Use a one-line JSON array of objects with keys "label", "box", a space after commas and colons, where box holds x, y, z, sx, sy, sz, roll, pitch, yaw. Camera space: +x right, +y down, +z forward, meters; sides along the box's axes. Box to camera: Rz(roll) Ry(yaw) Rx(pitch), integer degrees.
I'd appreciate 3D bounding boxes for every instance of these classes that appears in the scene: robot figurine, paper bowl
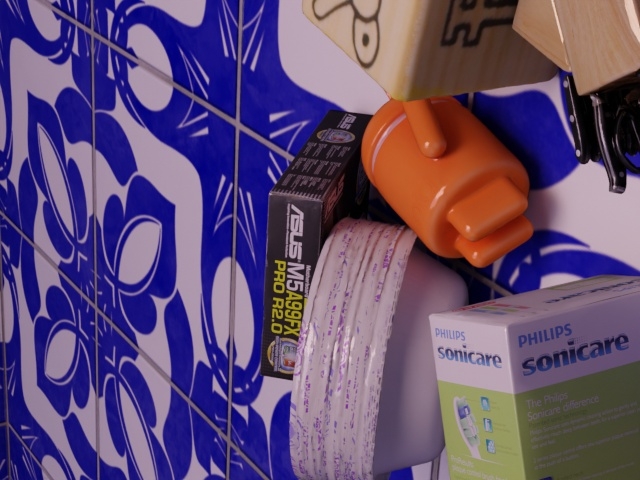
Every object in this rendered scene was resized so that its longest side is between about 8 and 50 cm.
[{"label": "robot figurine", "box": [0.123, -0.071, 1.438, 0.128, 0.158, 0.219, -58, 47, 20]}, {"label": "paper bowl", "box": [0.070, 0.123, 1.496, 0.284, 0.148, 0.284, 8, -90, -80]}]

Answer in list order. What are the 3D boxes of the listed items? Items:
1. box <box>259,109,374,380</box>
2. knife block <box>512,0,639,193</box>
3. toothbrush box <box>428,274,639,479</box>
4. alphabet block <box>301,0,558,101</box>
[{"label": "box", "box": [0.000, 0.000, 1.574, 0.270, 0.060, 0.216, -59, -23, -63]}, {"label": "knife block", "box": [0.274, -0.183, 1.181, 0.242, 0.088, 0.275, 47, 137, 42]}, {"label": "toothbrush box", "box": [0.227, 0.187, 1.266, 0.122, 0.206, 0.283, 4, 104, 60]}, {"label": "alphabet block", "box": [0.117, -0.265, 1.318, 0.192, 0.193, 0.197, 51, 140, 42]}]
